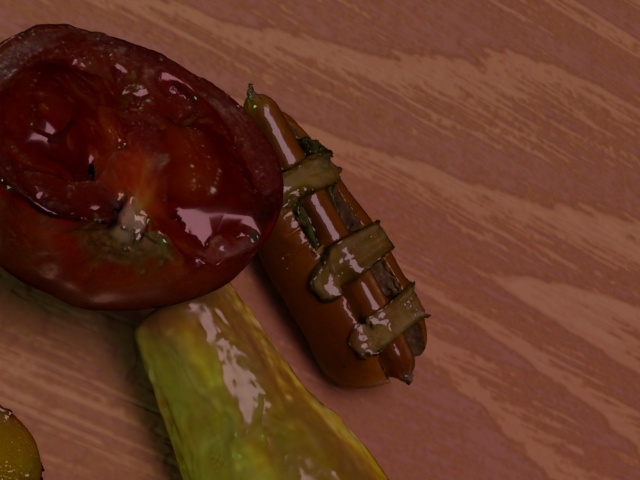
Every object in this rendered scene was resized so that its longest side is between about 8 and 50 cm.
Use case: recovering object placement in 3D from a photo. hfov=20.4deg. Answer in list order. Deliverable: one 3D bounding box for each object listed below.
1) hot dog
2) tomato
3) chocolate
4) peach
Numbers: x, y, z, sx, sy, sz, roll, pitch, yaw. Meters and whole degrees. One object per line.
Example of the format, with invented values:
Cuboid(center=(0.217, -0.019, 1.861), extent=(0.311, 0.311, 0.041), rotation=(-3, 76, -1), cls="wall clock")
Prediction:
Cuboid(center=(0.000, 0.000, 1.398), extent=(0.109, 0.072, 0.269), rotation=(-34, 96, -44), cls="hot dog")
Cuboid(center=(-0.155, -0.036, 1.236), extent=(0.233, 0.139, 0.200), rotation=(21, 42, -20), cls="tomato")
Cuboid(center=(0.008, 0.230, 1.273), extent=(0.162, 0.162, 0.445), rotation=(-27, 85, -41), cls="chocolate")
Cuboid(center=(-0.232, 0.154, 1.161), extent=(0.098, 0.061, 0.098), rotation=(13, 48, -15), cls="peach")
